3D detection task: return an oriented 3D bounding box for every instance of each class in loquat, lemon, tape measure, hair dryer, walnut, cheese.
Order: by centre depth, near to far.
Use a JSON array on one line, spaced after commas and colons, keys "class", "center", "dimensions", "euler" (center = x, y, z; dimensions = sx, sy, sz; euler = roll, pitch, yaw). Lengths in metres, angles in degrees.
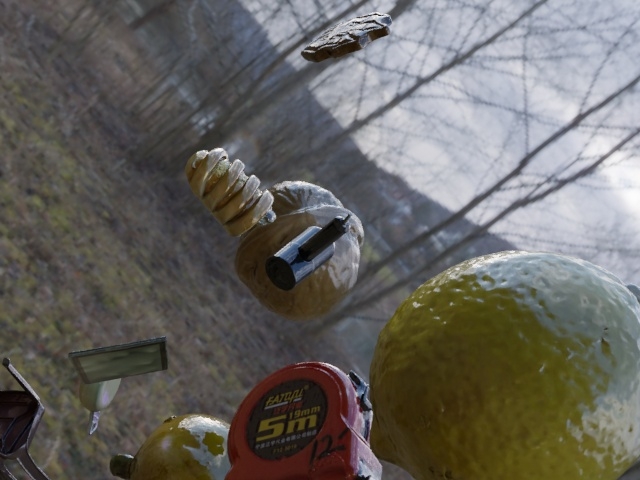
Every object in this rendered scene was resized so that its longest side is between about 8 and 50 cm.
[{"class": "lemon", "center": [0.179, 0.132, 0.838], "dimensions": [0.267, 0.267, 0.267], "euler": [51, 2, -3]}, {"class": "tape measure", "center": [-0.021, 0.310, 1.401], "dimensions": [0.114, 0.253, 0.260], "euler": [56, 26, -37]}, {"class": "hair dryer", "center": [0.000, 0.000, 1.543], "dimensions": [0.071, 0.124, 0.219], "euler": [50, -38, 1]}, {"class": "walnut", "center": [-0.046, 0.020, 2.017], "dimensions": [0.333, 0.333, 0.333], "euler": [51, 2, -3]}, {"class": "loquat", "center": [-0.309, 0.551, 2.071], "dimensions": [0.359, 0.329, 0.328], "euler": [14, 0, 4]}, {"class": "cheese", "center": [-0.531, 0.369, 2.159], "dimensions": [0.064, 0.227, 0.137], "euler": [20, 24, 11]}]

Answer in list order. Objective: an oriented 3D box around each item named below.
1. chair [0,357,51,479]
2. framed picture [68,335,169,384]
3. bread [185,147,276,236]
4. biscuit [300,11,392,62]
[{"class": "chair", "center": [-0.634, 0.399, 1.820], "dimensions": [0.326, 0.175, 0.183], "euler": [65, 31, -47]}, {"class": "framed picture", "center": [-0.367, 0.225, 1.668], "dimensions": [0.231, 0.173, 0.010], "euler": [113, -34, -67]}, {"class": "bread", "center": [-0.151, -0.083, 1.529], "dimensions": [0.177, 0.084, 0.119], "euler": [47, 27, -11]}, {"class": "biscuit", "center": [0.066, -0.444, 1.941], "dimensions": [0.215, 0.182, 0.034], "euler": [1, -52, 45]}]
